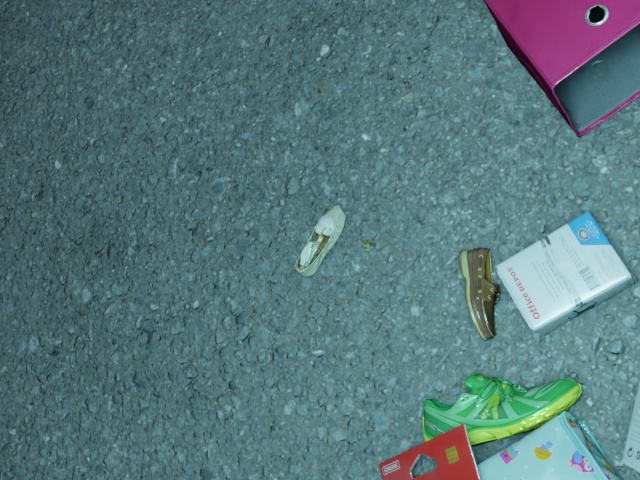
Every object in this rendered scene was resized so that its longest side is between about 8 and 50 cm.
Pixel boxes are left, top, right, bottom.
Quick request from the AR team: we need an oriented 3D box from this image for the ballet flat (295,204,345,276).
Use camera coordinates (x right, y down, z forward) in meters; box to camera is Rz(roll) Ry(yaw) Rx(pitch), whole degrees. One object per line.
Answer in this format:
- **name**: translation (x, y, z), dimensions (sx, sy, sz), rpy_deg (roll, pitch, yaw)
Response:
- **ballet flat**: translation (0.000, 0.000, 1.657), dimensions (0.057, 0.052, 0.168), rpy_deg (26, 89, 30)

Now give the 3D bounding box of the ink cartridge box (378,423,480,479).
- **ink cartridge box**: translation (0.183, 0.481, 1.346), dimensions (0.296, 0.066, 0.261), rpy_deg (-47, 54, 51)

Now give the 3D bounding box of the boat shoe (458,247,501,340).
- **boat shoe**: translation (0.304, 0.096, 1.474), dimensions (0.060, 0.064, 0.178), rpy_deg (-17, 68, 24)

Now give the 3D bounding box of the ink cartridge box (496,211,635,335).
- **ink cartridge box**: translation (0.433, 0.061, 1.407), dimensions (0.191, 0.082, 0.139), rpy_deg (-33, 64, 17)

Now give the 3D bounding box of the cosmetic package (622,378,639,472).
- **cosmetic package**: translation (0.618, 0.186, 1.181), dimensions (0.217, 0.156, 0.385), rpy_deg (12, 89, -5)

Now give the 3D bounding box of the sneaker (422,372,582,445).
- **sneaker**: translation (0.309, 0.287, 1.397), dimensions (0.295, 0.109, 0.123), rpy_deg (-21, 72, 21)

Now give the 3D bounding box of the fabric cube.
- **fabric cube**: translation (0.471, -0.389, 1.402), dimensions (0.254, 0.259, 0.258), rpy_deg (-35, 64, 16)

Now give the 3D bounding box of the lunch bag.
- **lunch bag**: translation (0.395, 0.449, 1.287), dimensions (0.223, 0.160, 0.262), rpy_deg (-37, 58, 13)
